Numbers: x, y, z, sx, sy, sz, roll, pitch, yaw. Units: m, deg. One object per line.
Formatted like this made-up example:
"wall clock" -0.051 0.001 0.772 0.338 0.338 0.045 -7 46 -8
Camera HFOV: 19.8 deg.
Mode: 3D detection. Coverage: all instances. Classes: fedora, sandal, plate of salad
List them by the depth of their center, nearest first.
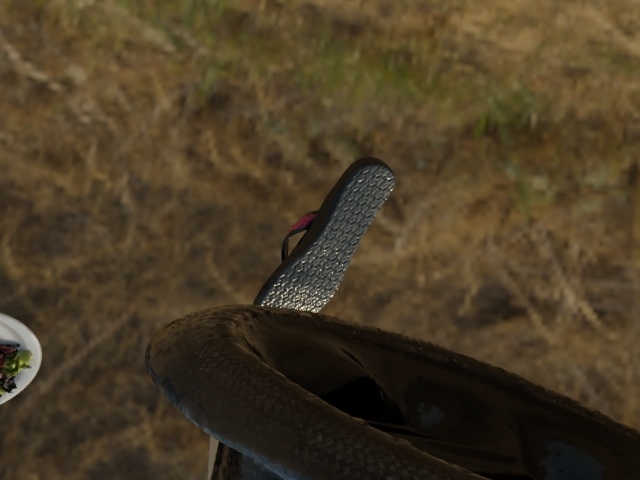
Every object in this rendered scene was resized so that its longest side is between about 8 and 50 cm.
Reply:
"fedora" 0.058 0.151 0.842 0.334 0.152 0.334 22 -172 -3
"sandal" 0.000 0.000 1.582 0.067 0.040 0.179 24 105 -43
"plate of salad" -0.368 0.129 1.769 0.200 0.048 0.200 -10 144 -8

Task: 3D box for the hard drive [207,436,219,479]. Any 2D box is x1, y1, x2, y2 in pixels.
"hard drive" -0.053 0.305 1.797 0.047 0.353 0.233 -19 104 4
